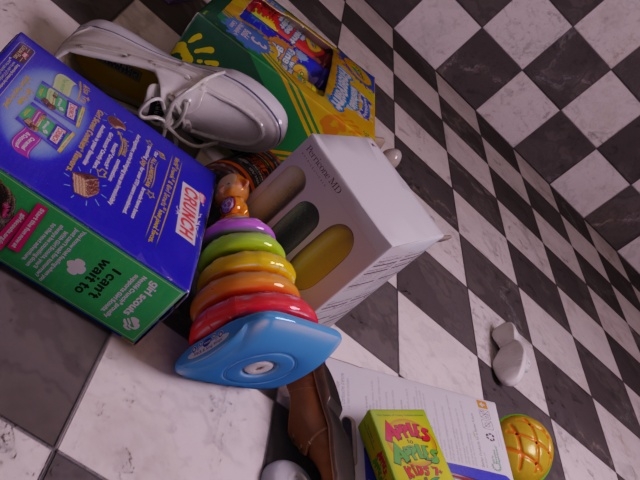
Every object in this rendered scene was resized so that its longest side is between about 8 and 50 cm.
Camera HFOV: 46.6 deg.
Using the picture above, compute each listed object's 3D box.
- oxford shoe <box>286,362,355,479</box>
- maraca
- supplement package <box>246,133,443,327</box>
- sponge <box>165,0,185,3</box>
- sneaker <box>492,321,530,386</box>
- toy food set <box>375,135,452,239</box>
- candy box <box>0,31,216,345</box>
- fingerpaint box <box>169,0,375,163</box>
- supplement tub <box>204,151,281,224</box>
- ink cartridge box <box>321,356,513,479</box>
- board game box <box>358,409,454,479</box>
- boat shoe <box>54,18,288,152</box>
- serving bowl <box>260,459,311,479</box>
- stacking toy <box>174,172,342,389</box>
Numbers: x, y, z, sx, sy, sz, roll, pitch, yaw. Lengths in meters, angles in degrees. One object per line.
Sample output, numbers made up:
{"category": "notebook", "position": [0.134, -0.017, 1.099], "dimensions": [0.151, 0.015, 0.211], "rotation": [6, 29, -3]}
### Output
{"category": "oxford shoe", "position": [-0.003, 0.266, 0.980], "dimensions": [0.212, 0.076, 0.076], "rotation": [-105, 171, -46]}
{"category": "maraca", "position": [0.349, 0.387, 1.340], "dimensions": [0.185, 0.099, 0.127], "rotation": [-22, 69, -35]}
{"category": "supplement package", "position": [0.000, 0.000, 1.117], "dimensions": [0.199, 0.262, 0.198], "rotation": [55, 27, 13]}
{"category": "sponge", "position": [-0.324, -0.587, 1.656], "dimensions": [0.117, 0.031, 0.210], "rotation": [47, 27, -5]}
{"category": "sneaker", "position": [0.438, 0.270, 1.658], "dimensions": [0.094, 0.080, 0.212], "rotation": [55, 23, -15]}
{"category": "toy food set", "position": [0.177, -0.118, 1.737], "dimensions": [0.306, 0.092, 0.219], "rotation": [56, 27, 15]}
{"category": "candy box", "position": [-0.297, -0.068, 0.912], "dimensions": [0.317, 0.122, 0.268], "rotation": [36, 28, -23]}
{"category": "fingerpaint box", "position": [-0.079, -0.313, 1.443], "dimensions": [0.371, 0.163, 0.445], "rotation": [35, 24, -13]}
{"category": "supplement tub", "position": [-0.137, -0.084, 1.196], "dimensions": [0.106, 0.106, 0.198], "rotation": [49, 27, -1]}
{"category": "ink cartridge box", "position": [0.134, 0.329, 1.074], "dimensions": [0.307, 0.072, 0.304], "rotation": [15, 36, -11]}
{"category": "board game box", "position": [0.123, 0.312, 0.993], "dimensions": [0.092, 0.043, 0.181], "rotation": [6, 40, -24]}
{"category": "boat shoe", "position": [-0.234, -0.212, 1.127], "dimensions": [0.367, 0.136, 0.156], "rotation": [26, 38, -4]}
{"category": "serving bowl", "position": [-0.034, 0.309, 0.923], "dimensions": [0.083, 0.027, 0.083], "rotation": [37, 28, -23]}
{"category": "stacking toy", "position": [-0.102, 0.031, 0.978], "dimensions": [0.165, 0.175, 0.302], "rotation": [23, 45, -45]}
